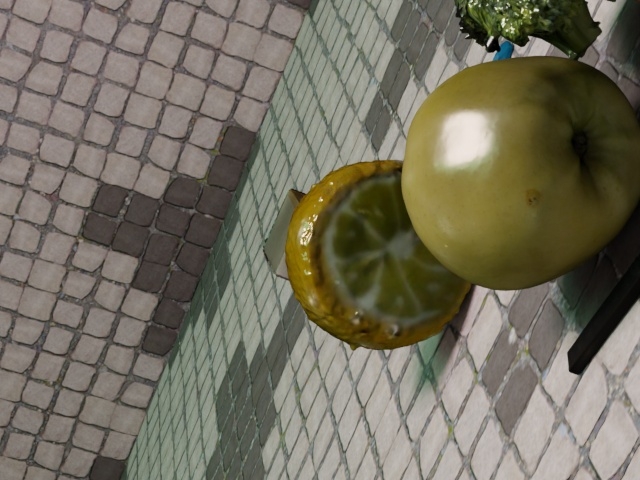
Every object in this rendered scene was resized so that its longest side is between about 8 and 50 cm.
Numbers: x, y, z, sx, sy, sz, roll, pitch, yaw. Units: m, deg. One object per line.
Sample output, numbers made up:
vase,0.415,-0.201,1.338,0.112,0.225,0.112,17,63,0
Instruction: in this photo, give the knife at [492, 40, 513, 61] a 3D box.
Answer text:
knife,0.221,-0.145,2.099,0.297,0.026,0.044,-70,17,-2

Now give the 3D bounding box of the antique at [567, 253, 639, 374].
antique,0.307,0.066,1.527,0.031,0.015,0.192,-89,22,-50

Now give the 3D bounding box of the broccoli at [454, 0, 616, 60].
broccoli,0.244,-0.281,1.633,0.176,0.198,0.226,56,169,21

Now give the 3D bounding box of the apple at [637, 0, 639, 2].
apple,0.365,-0.315,1.480,0.181,0.168,0.181,-164,90,-81

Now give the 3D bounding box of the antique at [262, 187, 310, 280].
antique,0.000,0.000,2.499,0.152,0.146,0.148,-121,52,-70

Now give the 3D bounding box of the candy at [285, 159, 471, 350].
candy,0.078,0.018,1.955,0.118,0.260,0.260,169,118,-71

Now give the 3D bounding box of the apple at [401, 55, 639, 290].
apple,0.216,-0.080,1.579,0.262,0.262,0.262,-162,90,-76

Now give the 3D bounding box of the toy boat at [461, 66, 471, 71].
toy boat,0.219,-0.154,2.003,0.075,0.077,0.185,131,153,-59
